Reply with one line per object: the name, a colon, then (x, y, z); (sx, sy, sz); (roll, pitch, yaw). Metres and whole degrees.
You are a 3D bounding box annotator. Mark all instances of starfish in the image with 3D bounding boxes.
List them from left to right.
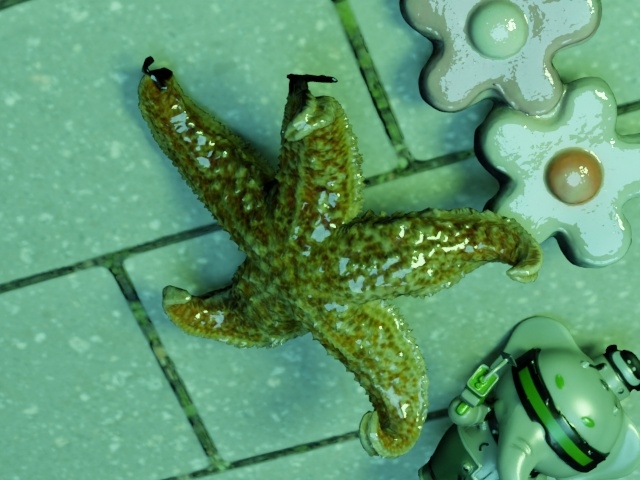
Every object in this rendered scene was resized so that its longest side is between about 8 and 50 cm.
starfish: (0.001, 0.001, 1.286); (0.312, 0.113, 0.303); (17, 131, 20)

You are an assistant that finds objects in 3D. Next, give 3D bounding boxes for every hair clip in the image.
hair clip: (0.151, -0.097, 1.265); (0.146, 0.075, 0.257); (-19, 114, 22)

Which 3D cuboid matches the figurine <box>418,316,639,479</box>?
figurine: (0.165, 0.145, 1.388); (0.192, 0.126, 0.147); (-38, 93, 13)
